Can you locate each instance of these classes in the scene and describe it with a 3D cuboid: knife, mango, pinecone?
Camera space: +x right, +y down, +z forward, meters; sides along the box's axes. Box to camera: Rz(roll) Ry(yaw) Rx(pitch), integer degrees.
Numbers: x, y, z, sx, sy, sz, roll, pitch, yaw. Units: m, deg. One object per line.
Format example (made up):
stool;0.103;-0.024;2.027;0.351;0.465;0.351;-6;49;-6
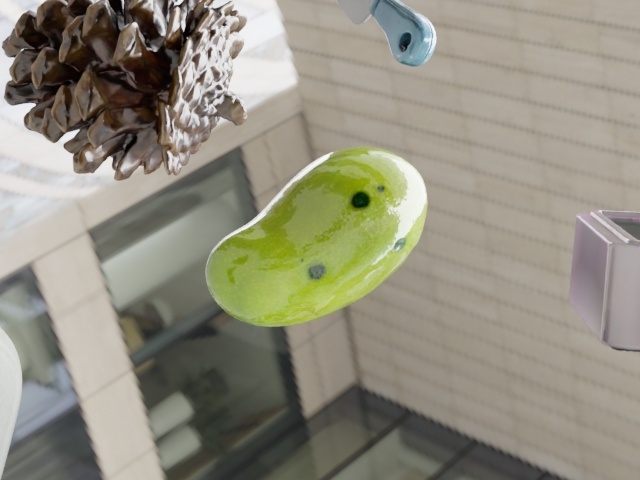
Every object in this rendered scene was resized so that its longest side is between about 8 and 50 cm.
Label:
knife;0.048;-0.253;1.432;0.244;0.032;0.058;51;-52;44
mango;0.000;0.000;1.570;0.143;0.293;0.175;28;-38;51
pinecone;-0.170;-0.139;1.135;0.212;0.185;0.169;-3;-72;20

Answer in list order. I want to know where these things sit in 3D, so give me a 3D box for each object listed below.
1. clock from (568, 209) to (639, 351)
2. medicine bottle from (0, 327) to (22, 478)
clock;0.257;0.024;0.809;0.150;0.197;0.063;-74;166;-81
medicine bottle;-0.343;0.109;0.948;0.123;0.282;0.375;1;-30;14
